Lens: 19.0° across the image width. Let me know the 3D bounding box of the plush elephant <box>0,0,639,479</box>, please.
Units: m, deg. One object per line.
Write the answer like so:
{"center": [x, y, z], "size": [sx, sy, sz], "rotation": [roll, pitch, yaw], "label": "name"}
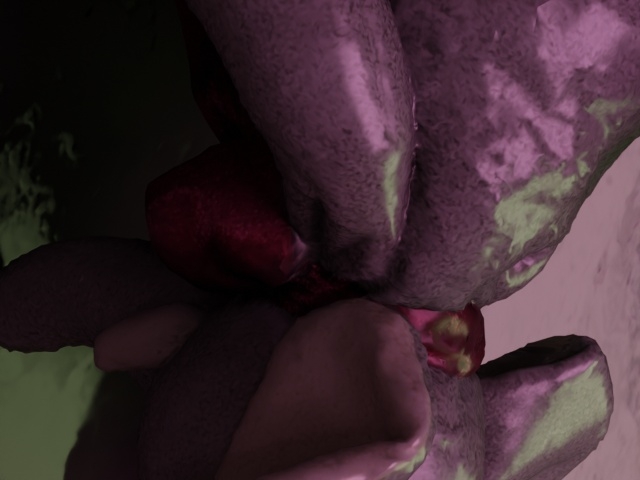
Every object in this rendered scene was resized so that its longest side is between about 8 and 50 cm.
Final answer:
{"center": [0.000, 0.000, 0.649], "size": [0.255, 0.330, 0.272], "rotation": [-55, 154, 2], "label": "plush elephant"}
